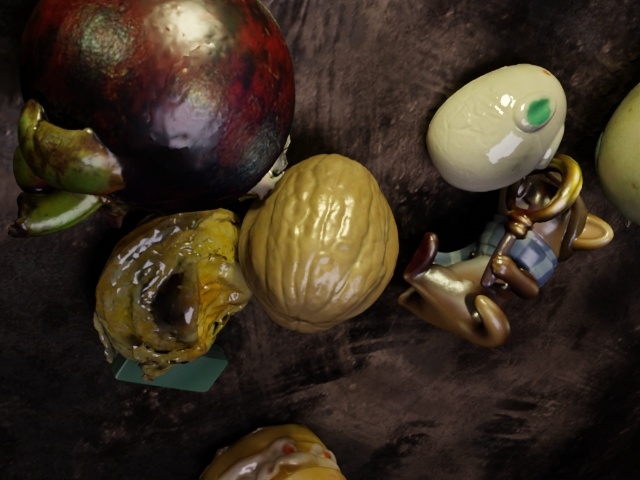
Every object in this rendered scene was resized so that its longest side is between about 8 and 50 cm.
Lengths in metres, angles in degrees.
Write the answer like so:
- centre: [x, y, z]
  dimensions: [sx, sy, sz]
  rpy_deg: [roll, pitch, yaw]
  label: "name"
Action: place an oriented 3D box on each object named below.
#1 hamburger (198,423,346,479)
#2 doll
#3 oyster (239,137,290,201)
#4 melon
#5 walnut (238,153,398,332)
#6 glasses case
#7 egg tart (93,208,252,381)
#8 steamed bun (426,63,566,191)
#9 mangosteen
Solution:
- centre: [-0.067, 0.493, 1.900]
  dimensions: [0.276, 0.237, 0.276]
  rpy_deg: [-21, 136, -21]
  label: "hamburger"
- centre: [0.292, 0.013, 1.716]
  dimensions: [0.339, 0.318, 0.209]
  rpy_deg: [-39, 103, -10]
  label: "doll"
- centre: [-0.096, -0.141, 1.404]
  dimensions: [0.132, 0.072, 0.209]
  rpy_deg: [-15, 129, 20]
  label: "oyster"
- centre: [0.609, -0.151, 1.727]
  dimensions: [0.268, 0.268, 0.330]
  rpy_deg: [12, 128, -41]
  label: "melon"
- centre: [0.000, 0.000, 1.475]
  dimensions: [0.225, 0.224, 0.261]
  rpy_deg: [46, 56, -49]
  label: "walnut"
- centre: [-0.237, 0.191, 1.641]
  dimensions: [0.184, 0.039, 0.078]
  rpy_deg: [17, 118, -43]
  label: "glasses case"
- centre: [-0.191, 0.085, 1.495]
  dimensions: [0.297, 0.132, 0.297]
  rpy_deg: [-31, 142, -29]
  label: "egg tart"
- centre: [0.279, -0.163, 1.592]
  dimensions: [0.228, 0.131, 0.177]
  rpy_deg: [-33, 139, 0]
  label: "steamed bun"
- centre: [-0.189, -0.139, 1.135]
  dimensions: [0.306, 0.306, 0.360]
  rpy_deg: [44, 63, -49]
  label: "mangosteen"
